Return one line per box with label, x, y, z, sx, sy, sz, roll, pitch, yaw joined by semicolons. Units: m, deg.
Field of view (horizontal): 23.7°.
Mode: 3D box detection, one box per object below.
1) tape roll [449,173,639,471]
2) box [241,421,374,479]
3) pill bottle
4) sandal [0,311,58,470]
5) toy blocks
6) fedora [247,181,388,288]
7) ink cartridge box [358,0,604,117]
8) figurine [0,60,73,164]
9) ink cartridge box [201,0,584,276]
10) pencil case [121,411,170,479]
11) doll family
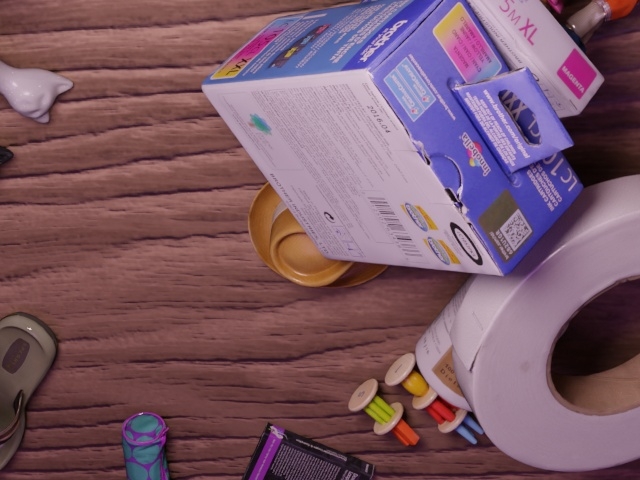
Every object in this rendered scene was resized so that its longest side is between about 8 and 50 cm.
tape roll;0.339;0.102;1.746;0.392;0.072;0.392;-10;128;-13
box;-0.019;0.327;2.111;0.162;0.029;0.116;23;126;-1
pill bottle;0.224;0.090;1.832;0.131;0.131;0.229;30;124;-8
sandal;-0.457;0.222;2.106;0.120;0.086;0.303;25;125;-4
toy blocks;0.129;0.230;1.996;0.148;0.054;0.123;42;122;-16
fedora;0.000;0.000;1.856;0.194;0.079;0.194;6;124;9
ink cartridge box;0.144;-0.200;1.631;0.186;0.065;0.311;46;158;-18
figurine;-0.430;-0.164;1.823;0.209;0.092;0.215;29;119;-34
ink cartridge box;0.087;-0.109;1.598;0.270;0.151;0.395;54;157;-23
pencil case;-0.239;0.316;2.133;0.070;0.064;0.152;13;127;24
doll family;0.275;-0.302;1.528;0.163;0.263;0.118;-42;73;7
